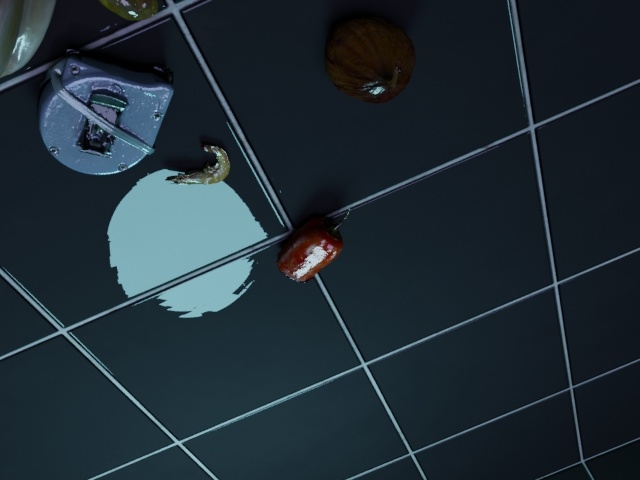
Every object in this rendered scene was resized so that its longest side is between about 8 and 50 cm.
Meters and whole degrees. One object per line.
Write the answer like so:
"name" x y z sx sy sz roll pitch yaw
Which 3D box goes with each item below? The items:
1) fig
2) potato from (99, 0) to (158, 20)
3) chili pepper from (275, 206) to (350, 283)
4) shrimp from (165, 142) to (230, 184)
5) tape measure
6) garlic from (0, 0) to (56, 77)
"fig" 0.095 -0.258 1.082 0.146 0.201 0.133 -6 123 -22
"potato" -0.271 -0.334 0.992 0.092 0.045 0.046 14 89 -32
"chili pepper" 0.000 0.000 1.364 0.086 0.084 0.192 8 135 -46
"shrimp" -0.211 -0.130 1.215 0.114 0.023 0.083 -10 131 -18
"tape measure" -0.328 -0.188 1.066 0.182 0.107 0.180 5 123 -26
"garlic" -0.438 -0.290 0.853 0.325 0.132 0.279 -52 158 16
